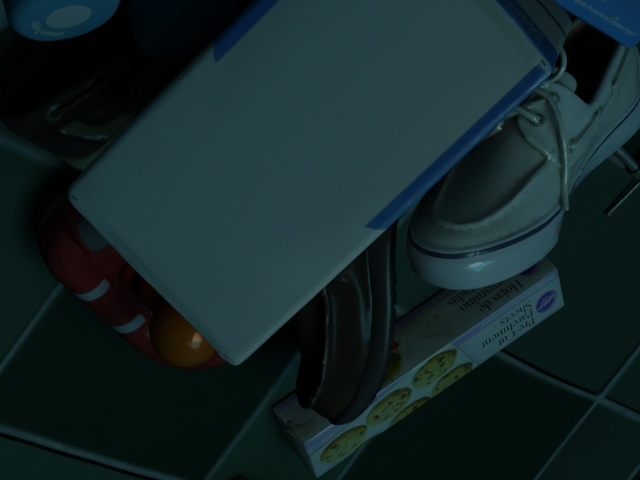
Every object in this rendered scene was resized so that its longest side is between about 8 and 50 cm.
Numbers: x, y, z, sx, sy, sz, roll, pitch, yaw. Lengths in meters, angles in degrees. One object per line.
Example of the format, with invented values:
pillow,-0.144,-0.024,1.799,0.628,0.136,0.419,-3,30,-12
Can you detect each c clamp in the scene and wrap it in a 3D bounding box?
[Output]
c clamp,0.322,-0.106,1.850,0.137,0.022,0.160,-45,141,1

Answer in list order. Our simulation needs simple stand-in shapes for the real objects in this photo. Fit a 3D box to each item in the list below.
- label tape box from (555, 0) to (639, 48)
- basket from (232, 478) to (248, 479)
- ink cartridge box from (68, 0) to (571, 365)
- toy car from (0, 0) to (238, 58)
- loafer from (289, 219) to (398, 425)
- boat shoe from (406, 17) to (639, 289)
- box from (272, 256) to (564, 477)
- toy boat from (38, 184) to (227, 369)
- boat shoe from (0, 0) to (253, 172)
label tape box,0.301,-0.340,1.488,0.347,0.115,0.249,-42,142,24
basket,-0.052,0.475,1.839,0.328,0.266,0.331,-46,141,1
ink cartridge box,0.022,-0.103,1.282,0.285,0.166,0.395,-43,-179,15
toy car,-0.211,-0.204,1.225,0.238,0.219,0.210,-29,161,36
loafer,0.000,0.000,1.611,0.130,0.134,0.366,0,117,-8
boat shoe,0.189,-0.108,1.598,0.367,0.135,0.156,-42,136,-39
box,0.102,0.117,1.821,0.324,0.063,0.067,-33,140,-14
toy boat,-0.122,0.042,1.482,0.151,0.151,0.231,-29,141,10
boat shoe,-0.115,-0.202,1.328,0.342,0.123,0.123,-48,142,13
